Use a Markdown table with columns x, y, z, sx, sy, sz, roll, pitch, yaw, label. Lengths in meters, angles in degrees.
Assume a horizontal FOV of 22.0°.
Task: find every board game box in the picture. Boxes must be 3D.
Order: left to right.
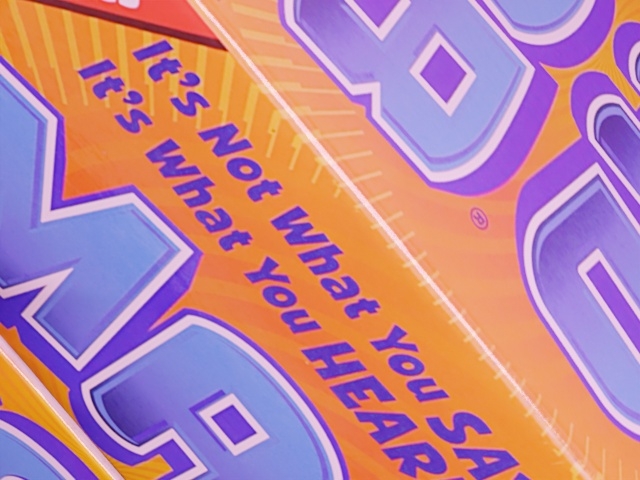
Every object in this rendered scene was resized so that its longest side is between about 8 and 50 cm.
| x | y | z | sx | sy | sz | roll | pitch | yaw | label |
| --- | --- | --- | --- | --- | --- | --- | --- | --- | --- |
| 0.000 | 0.000 | 0.755 | 0.356 | 0.356 | 0.356 | 50 | 41 | -7 | board game box |
